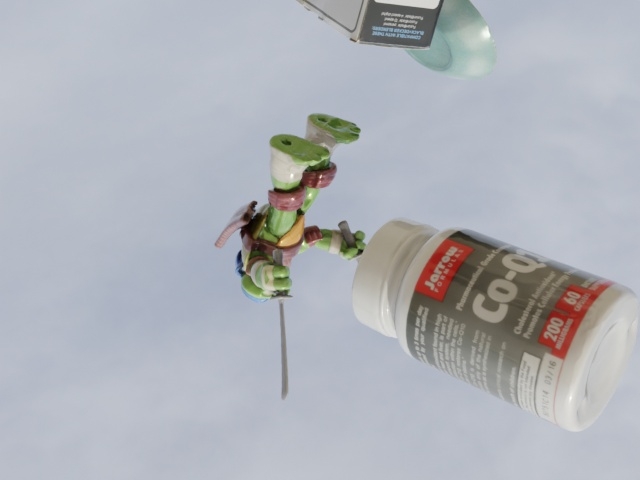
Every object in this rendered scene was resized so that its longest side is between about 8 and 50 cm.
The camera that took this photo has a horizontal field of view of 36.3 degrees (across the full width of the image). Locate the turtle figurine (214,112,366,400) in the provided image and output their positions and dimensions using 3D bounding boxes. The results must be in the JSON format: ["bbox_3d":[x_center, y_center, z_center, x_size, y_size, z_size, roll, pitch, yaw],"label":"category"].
[{"bbox_3d":[0.000,0.000,1.212,0.197,0.266,0.275,-7,-142,-28],"label":"turtle figurine"}]

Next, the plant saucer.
[{"bbox_3d":[0.145,-0.277,1.298,0.195,0.195,0.037,33,-109,31],"label":"plant saucer"}]

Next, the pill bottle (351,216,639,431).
[{"bbox_3d":[0.183,0.079,1.067,0.283,0.161,0.161,22,-126,33],"label":"pill bottle"}]

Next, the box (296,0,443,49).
[{"bbox_3d":[0.061,-0.338,0.881,0.087,0.290,0.169,-2,-150,-32],"label":"box"}]
